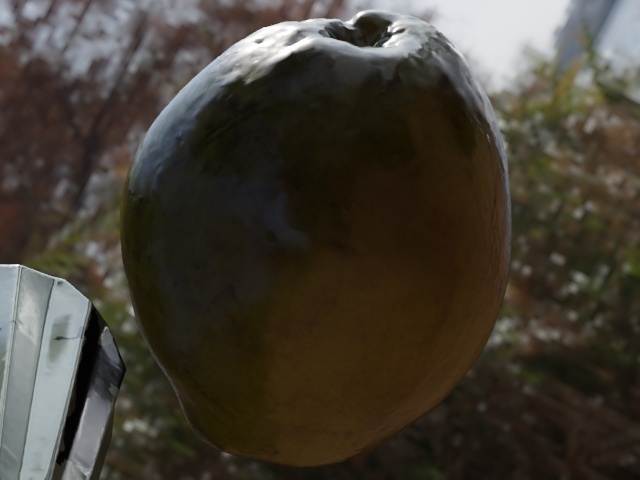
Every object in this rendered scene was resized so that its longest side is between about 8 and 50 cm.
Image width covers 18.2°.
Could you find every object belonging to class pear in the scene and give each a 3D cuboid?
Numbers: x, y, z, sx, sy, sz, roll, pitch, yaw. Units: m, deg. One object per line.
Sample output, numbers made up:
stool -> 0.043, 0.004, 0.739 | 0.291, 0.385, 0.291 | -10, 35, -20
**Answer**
pear -> 0.000, 0.000, 1.769 | 0.352, 0.352, 0.413 | -42, -36, -77

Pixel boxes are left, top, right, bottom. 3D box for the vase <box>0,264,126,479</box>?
vase -> -0.191, 0.131, 1.154 | 0.165, 0.165, 0.360 | -63, 14, 13
